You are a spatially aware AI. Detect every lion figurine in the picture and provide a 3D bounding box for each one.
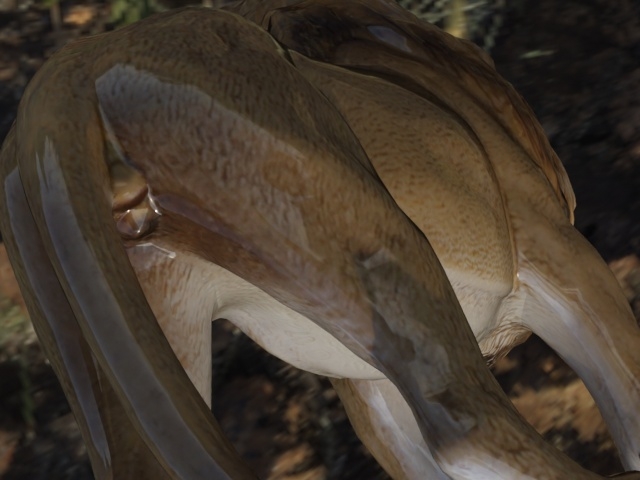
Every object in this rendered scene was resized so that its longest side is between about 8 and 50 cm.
[{"bbox_3d":[0.000,0.000,0.561,0.142,0.392,0.240,-34,78,7],"label":"lion figurine"}]
